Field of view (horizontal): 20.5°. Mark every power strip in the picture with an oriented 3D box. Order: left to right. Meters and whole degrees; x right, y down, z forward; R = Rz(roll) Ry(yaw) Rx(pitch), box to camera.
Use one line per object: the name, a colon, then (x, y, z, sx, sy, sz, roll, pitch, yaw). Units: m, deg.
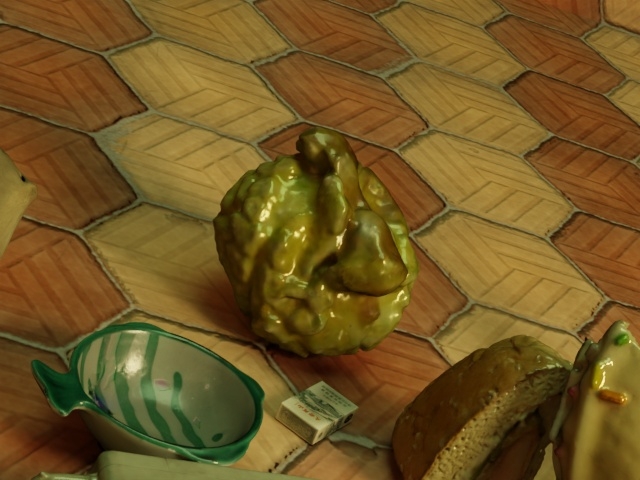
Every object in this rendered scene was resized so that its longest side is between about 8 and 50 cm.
power strip: (-0.127, 0.248, 1.623, 0.288, 0.093, 0.053, 11, 33, -24)

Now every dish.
dish: (-0.173, 0.171, 1.740, 0.246, 0.078, 0.224, 4, 33, -35)

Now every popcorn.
popcorn: (0.000, 0.000, 2.002, 0.237, 0.251, 0.206, 32, 34, 22)

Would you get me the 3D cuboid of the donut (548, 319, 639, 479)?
donut: (0.389, 0.210, 1.866, 0.150, 0.307, 0.371, 20, 21, 38)

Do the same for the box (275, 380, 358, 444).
box: (-0.004, 0.185, 1.909, 0.054, 0.024, 0.083, 36, 30, 20)

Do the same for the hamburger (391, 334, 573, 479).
hamburger: (0.166, 0.174, 1.864, 0.135, 0.207, 0.155, 10, 35, -31)

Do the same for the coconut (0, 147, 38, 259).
coconut: (-0.399, -0.036, 1.807, 0.224, 0.224, 0.224, 19, 28, -10)
